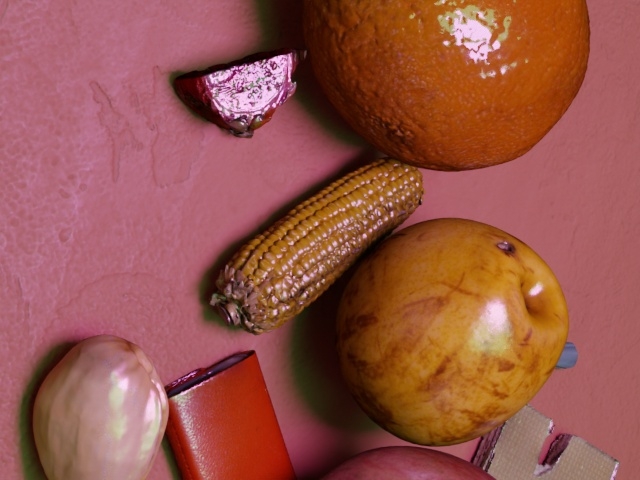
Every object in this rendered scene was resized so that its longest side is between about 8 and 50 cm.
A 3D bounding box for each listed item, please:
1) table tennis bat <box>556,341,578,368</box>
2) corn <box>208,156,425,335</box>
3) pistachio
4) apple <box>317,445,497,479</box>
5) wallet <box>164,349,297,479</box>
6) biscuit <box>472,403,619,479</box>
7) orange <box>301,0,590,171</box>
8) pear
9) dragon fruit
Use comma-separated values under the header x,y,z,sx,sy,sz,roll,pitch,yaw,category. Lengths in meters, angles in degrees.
x,y,z,sx,sy,sz,roll,pitch,yaw,category
0.273,0.153,1.910,0.237,0.038,0.149,6,103,-40,table tennis bat
0.000,0.000,1.685,0.318,0.115,0.115,-40,115,-24,corn
-0.246,0.202,1.542,0.145,0.117,0.201,11,98,4,pistachio
0.081,0.383,1.655,0.269,0.345,0.345,40,69,7,apple
-0.110,0.250,1.674,0.142,0.045,0.204,-26,108,-28,wallet
0.319,0.329,1.970,0.250,0.046,0.147,31,77,-32,biscuit
0.145,-0.253,1.634,0.357,0.322,0.322,38,74,-29,orange
0.154,0.107,1.663,0.280,0.280,0.281,-4,97,-34,pear
-0.085,-0.167,1.616,0.147,0.102,0.096,-19,99,-21,dragon fruit
